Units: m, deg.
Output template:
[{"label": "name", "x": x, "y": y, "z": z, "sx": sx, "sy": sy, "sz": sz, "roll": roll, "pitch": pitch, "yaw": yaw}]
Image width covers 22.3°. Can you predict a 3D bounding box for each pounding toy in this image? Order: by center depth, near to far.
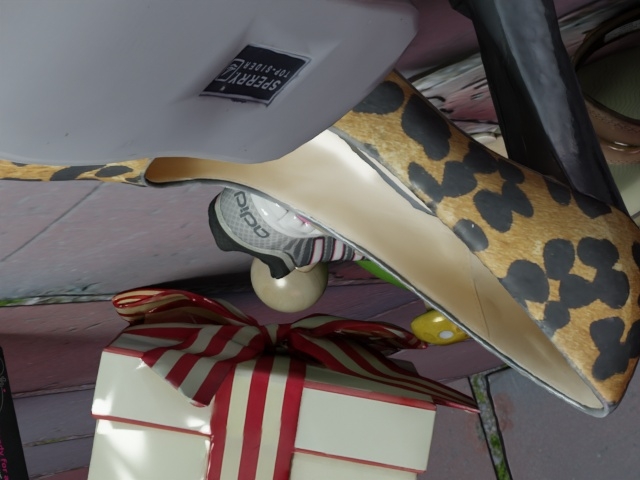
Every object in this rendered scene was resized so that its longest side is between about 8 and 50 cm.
[{"label": "pounding toy", "x": 0.091, "y": 0.021, "z": 1.093, "sx": 0.236, "sy": 0.110, "sz": 0.183, "roll": -9, "pitch": 168, "yaw": -34}]

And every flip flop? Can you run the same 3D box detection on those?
[{"label": "flip flop", "x": 0.164, "y": -0.072, "z": 0.767, "sx": 0.080, "sy": 0.112, "sz": 0.277, "roll": 31, "pitch": 156, "yaw": -24}]

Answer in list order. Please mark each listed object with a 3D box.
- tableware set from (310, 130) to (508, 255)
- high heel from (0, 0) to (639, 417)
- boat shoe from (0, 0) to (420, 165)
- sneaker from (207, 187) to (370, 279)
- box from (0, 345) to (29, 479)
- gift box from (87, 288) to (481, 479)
[{"label": "tableware set", "x": 0.020, "y": -0.037, "z": 0.779, "sx": 0.168, "sy": 0.020, "sz": 0.141, "roll": 24, "pitch": 148, "yaw": -38}, {"label": "high heel", "x": 0.000, "y": 0.000, "z": 0.628, "sx": 0.261, "sy": 0.186, "sz": 0.093, "roll": -13, "pitch": 169, "yaw": -15}, {"label": "boat shoe", "x": -0.048, "y": -0.081, "z": 0.413, "sx": 0.096, "sy": 0.088, "sz": 0.267, "roll": -44, "pitch": 167, "yaw": 16}, {"label": "sneaker", "x": 0.000, "y": -0.012, "z": 0.920, "sx": 0.074, "sy": 0.063, "sz": 0.170, "roll": -22, "pitch": 163, "yaw": 33}, {"label": "box", "x": -0.342, "y": 0.182, "z": 1.157, "sx": 0.247, "sy": 0.163, "sz": 0.142, "roll": -21, "pitch": 167, "yaw": 29}, {"label": "gift box", "x": -0.038, "y": 0.175, "z": 1.139, "sx": 0.255, "sy": 0.258, "sz": 0.276, "roll": 9, "pitch": -179, "yaw": -6}]
